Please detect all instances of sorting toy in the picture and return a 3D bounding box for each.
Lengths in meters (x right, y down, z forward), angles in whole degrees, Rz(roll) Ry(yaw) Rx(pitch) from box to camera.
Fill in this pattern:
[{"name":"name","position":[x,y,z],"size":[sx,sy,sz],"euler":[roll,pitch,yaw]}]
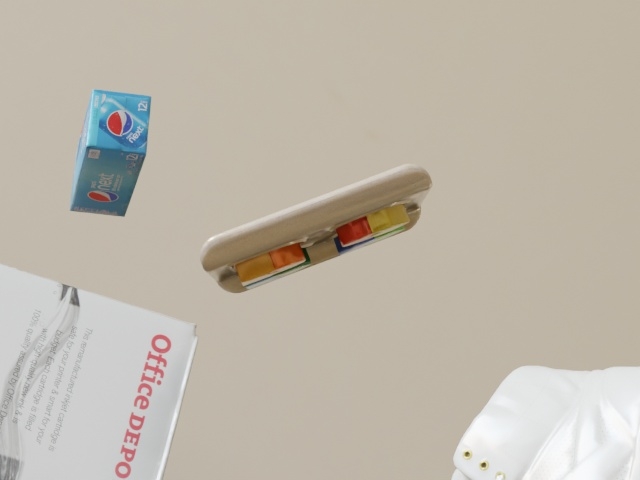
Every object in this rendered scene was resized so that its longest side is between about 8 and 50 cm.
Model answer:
[{"name":"sorting toy","position":[0.000,0.000,1.509],"size":[0.208,0.193,0.038],"euler":[80,-10,-81]}]

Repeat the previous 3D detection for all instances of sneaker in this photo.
[{"name":"sneaker","position":[0.166,0.221,1.305],"size":[0.169,0.292,0.108],"euler":[2,-35,30]}]

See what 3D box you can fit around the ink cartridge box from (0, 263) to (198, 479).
[{"name":"ink cartridge box","position":[-0.287,0.148,1.611],"size":[0.307,0.223,0.129],"euler":[18,-40,-7]}]

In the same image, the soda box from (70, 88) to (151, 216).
[{"name":"soda box","position":[-0.237,-0.095,2.034],"size":[0.067,0.071,0.210],"euler":[7,-20,-11]}]
